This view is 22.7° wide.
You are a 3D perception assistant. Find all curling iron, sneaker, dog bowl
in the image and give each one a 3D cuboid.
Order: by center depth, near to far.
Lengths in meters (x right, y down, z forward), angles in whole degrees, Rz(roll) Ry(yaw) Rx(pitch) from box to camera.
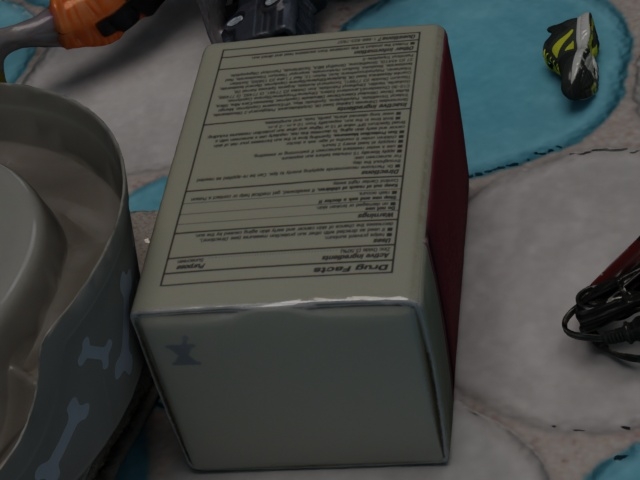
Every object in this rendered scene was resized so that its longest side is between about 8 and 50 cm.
[{"bbox_3d":[-0.250,0.056,0.836,0.349,0.102,0.348,-13,36,10],"label":"dog bowl"},{"bbox_3d":[0.243,-0.032,0.867,0.274,0.035,0.068,-42,41,-2],"label":"curling iron"},{"bbox_3d":[0.164,-0.118,1.052,0.035,0.031,0.083,-11,35,24],"label":"sneaker"}]

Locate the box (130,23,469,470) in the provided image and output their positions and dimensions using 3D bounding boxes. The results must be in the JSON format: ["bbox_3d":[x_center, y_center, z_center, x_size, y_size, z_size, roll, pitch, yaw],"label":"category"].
[{"bbox_3d":[0.000,0.000,0.889,0.149,0.126,0.232,-3,43,12],"label":"box"}]

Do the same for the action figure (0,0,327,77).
[{"bbox_3d":[-0.097,-0.207,1.118,0.330,0.178,0.341,-19,38,9],"label":"action figure"}]

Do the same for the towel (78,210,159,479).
[{"bbox_3d":[-0.185,0.076,0.918,0.187,0.049,0.282,4,44,19],"label":"towel"}]

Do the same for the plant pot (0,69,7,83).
[{"bbox_3d":[-0.246,-0.057,1.062,0.082,0.081,0.083,-7,52,8],"label":"plant pot"}]
